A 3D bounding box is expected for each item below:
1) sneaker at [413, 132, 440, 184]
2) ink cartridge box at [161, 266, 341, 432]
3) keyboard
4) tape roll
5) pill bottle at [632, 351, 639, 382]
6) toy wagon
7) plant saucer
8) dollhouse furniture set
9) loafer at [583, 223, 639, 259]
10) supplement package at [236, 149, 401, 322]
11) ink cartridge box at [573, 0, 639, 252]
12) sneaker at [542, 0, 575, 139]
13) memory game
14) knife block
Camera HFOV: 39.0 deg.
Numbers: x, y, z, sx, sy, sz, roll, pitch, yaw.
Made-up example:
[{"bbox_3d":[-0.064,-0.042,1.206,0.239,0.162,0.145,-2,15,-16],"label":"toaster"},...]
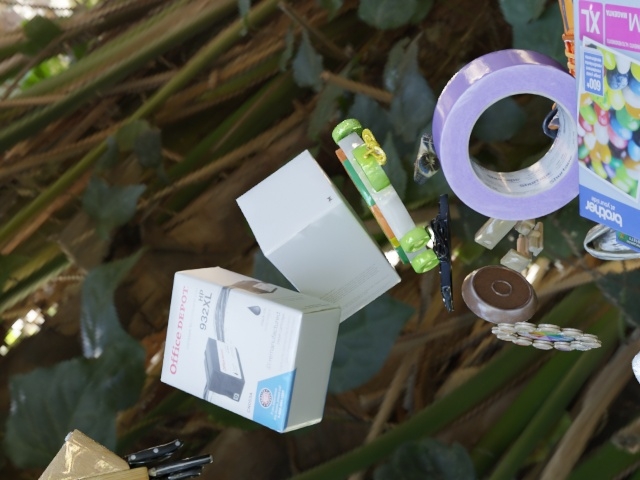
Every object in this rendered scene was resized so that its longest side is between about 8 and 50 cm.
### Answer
[{"bbox_3d":[0.201,-0.156,1.727,0.052,0.135,0.058,29,130,-2],"label":"sneaker"},{"bbox_3d":[-0.135,0.194,1.677,0.307,0.223,0.129,15,-170,34],"label":"ink cartridge box"},{"bbox_3d":[0.180,0.009,1.380,0.038,0.192,0.100,-4,138,10],"label":"keyboard"},{"bbox_3d":[0.230,-0.125,1.068,0.189,0.189,0.080,45,-163,-19],"label":"tape roll"},{"bbox_3d":[0.576,0.121,1.247,0.162,0.278,0.162,47,168,14],"label":"pill bottle"},{"bbox_3d":[0.104,-0.088,1.583,0.267,0.068,0.344,59,-176,24],"label":"toy wagon"},{"bbox_3d":[0.394,0.111,1.973,0.168,0.168,0.029,34,140,23],"label":"plant saucer"},{"bbox_3d":[0.476,-0.032,2.264,0.151,0.123,0.144,27,132,-11],"label":"dollhouse furniture set"},{"bbox_3d":[0.688,-0.017,1.813,0.319,0.111,0.112,-17,87,36],"label":"loafer"},{"bbox_3d":[0.000,0.000,1.784,0.293,0.177,0.175,51,-174,-47],"label":"supplement package"},{"bbox_3d":[0.341,-0.101,0.919,0.186,0.065,0.311,37,143,58],"label":"ink cartridge box"},{"bbox_3d":[0.406,-0.255,1.369,0.321,0.180,0.124,53,170,-24],"label":"sneaker"},{"bbox_3d":[0.389,0.168,1.564,0.186,0.012,0.186,9,165,2],"label":"memory game"},{"bbox_3d":[-0.263,0.370,1.172,0.242,0.275,0.088,35,151,-2],"label":"knife block"}]
